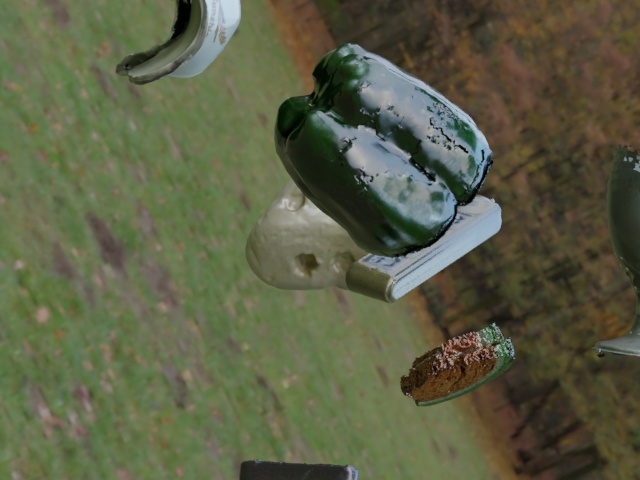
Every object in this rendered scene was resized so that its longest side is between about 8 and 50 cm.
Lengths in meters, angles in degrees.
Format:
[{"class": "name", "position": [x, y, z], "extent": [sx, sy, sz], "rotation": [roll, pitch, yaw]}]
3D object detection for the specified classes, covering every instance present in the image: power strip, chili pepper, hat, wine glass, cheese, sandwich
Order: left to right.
[{"class": "hat", "position": [-0.180, -0.330, 1.735], "extent": [0.301, 0.168, 0.257], "rotation": [-128, -132, -64]}, {"class": "cheese", "position": [0.000, -0.001, 2.125], "extent": [0.251, 0.248, 0.173], "rotation": [47, -25, 34]}, {"class": "chili pepper", "position": [0.076, -0.119, 1.577], "extent": [0.257, 0.233, 0.248], "rotation": [41, -5, -18]}, {"class": "power strip", "position": [0.186, 0.001, 1.976], "extent": [0.387, 0.092, 0.066], "rotation": [-30, 129, -46]}, {"class": "sandwich", "position": [0.223, 0.220, 2.129], "extent": [0.235, 0.159, 0.079], "rotation": [127, -45, -54]}, {"class": "wine glass", "position": [0.523, 0.014, 1.866], "extent": [0.190, 0.191, 0.357], "rotation": [-9, 107, -84]}]

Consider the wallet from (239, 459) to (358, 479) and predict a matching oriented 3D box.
[{"class": "wallet", "position": [-0.043, 0.460, 1.639], "extent": [0.044, 0.170, 0.321], "rotation": [49, 44, -66]}]
